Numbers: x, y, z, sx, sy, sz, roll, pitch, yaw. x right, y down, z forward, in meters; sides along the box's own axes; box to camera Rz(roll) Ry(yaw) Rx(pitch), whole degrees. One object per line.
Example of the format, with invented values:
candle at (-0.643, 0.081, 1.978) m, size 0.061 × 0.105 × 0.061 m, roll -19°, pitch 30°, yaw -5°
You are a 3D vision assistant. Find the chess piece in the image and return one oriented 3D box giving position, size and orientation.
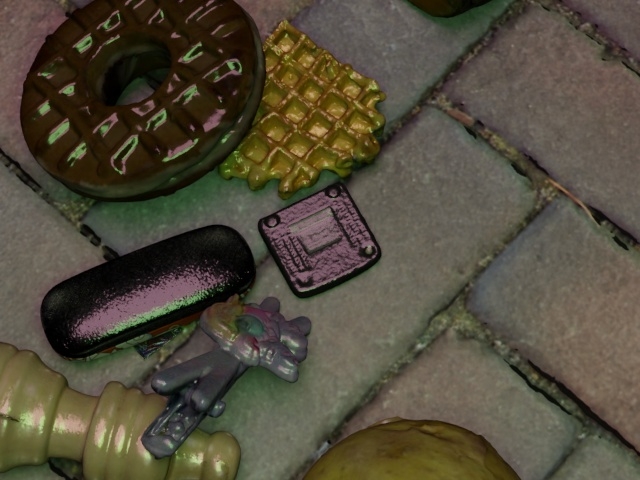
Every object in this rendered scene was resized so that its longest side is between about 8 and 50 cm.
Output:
chess piece at (-0.241, 0.218, 1.456) m, size 0.307 × 0.124 × 0.139 m, roll 12°, pitch 29°, yaw 2°

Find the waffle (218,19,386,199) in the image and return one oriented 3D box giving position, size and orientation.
waffle at (-0.029, -0.147, 1.643) m, size 0.219 × 0.057 × 0.229 m, roll 34°, pitch 72°, yaw 16°

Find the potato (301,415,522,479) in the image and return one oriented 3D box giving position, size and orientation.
potato at (0.082, 0.300, 1.354) m, size 0.289 × 0.301 × 0.237 m, roll 29°, pitch 42°, yaw -21°

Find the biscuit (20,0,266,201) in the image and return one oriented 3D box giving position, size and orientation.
biscuit at (-0.227, -0.192, 1.607) m, size 0.332 × 0.103 × 0.332 m, roll -8°, pitch 59°, yaw 14°

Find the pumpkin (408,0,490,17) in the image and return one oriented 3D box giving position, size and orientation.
pumpkin at (0.159, -0.388, 1.728) m, size 0.131 × 0.126 × 0.248 m, roll -44°, pitch 53°, yaw -9°

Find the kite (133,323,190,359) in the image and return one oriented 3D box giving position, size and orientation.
kite at (-0.209, 0.104, 1.559) m, size 0.122 × 0.004 × 0.090 m, roll 0°, pitch 65°, yaw 0°

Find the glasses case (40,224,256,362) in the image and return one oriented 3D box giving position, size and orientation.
glasses case at (-0.207, 0.062, 1.538) m, size 0.267 × 0.067 × 0.103 m, roll -21°, pitch 63°, yaw -10°

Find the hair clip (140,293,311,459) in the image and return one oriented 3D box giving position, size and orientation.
hair clip at (-0.095, 0.139, 1.444) m, size 0.137 × 0.090 × 0.278 m, roll 29°, pitch 44°, yaw 17°

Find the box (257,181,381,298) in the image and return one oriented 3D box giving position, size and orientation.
box at (0.000, 0.000, 1.592) m, size 0.126 × 0.027 × 0.125 m, roll -26°, pitch 68°, yaw -10°
